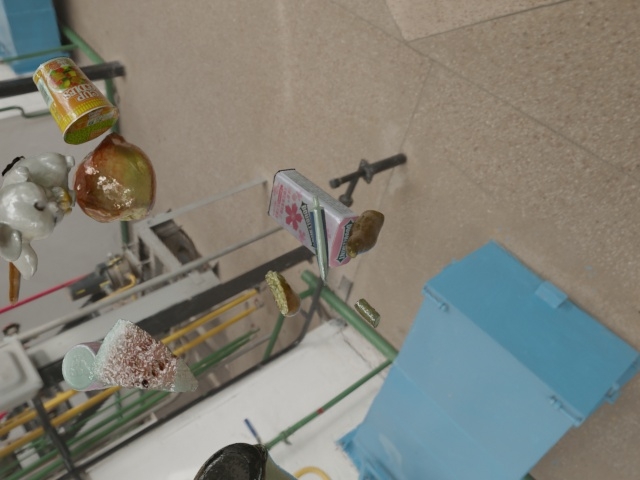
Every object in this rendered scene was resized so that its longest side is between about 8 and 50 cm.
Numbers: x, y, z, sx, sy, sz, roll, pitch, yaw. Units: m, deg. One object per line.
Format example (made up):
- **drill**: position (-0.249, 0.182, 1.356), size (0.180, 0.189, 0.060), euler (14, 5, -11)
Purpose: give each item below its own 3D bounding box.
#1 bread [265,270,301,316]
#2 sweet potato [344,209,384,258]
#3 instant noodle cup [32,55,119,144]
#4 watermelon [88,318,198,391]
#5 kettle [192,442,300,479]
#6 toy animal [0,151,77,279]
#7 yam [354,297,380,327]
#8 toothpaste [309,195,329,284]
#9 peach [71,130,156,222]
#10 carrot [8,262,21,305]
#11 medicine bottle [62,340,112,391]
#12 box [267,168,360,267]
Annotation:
- **bread**: position (-0.098, 0.169, 1.584), size (0.154, 0.054, 0.136), euler (48, -165, -25)
- **sweet potato**: position (0.098, -0.008, 1.355), size (0.077, 0.243, 0.077), euler (10, 120, 19)
- **instant noodle cup**: position (-0.656, -0.376, 1.465), size (0.185, 0.168, 0.168), euler (55, 145, 2)
- **watermelon**: position (-0.384, 0.280, 1.249), size (0.241, 0.094, 0.154), euler (16, 86, 24)
- **kettle**: position (-0.165, 0.709, 1.323), size (0.376, 0.361, 0.250), euler (53, 171, -32)
- **toy animal**: position (-0.689, -0.079, 1.323), size (0.154, 0.325, 0.208), euler (12, 156, -3)
- **yam**: position (0.140, 0.211, 1.612), size (0.094, 0.043, 0.043), euler (42, 140, 35)
- **toothpaste**: position (0.000, 0.000, 1.227), size (0.057, 0.035, 0.197), euler (-50, -46, -83)
- **peach**: position (-0.582, -0.179, 1.577), size (0.232, 0.233, 0.256), euler (-6, 95, 54)
- **carrot**: position (-1.028, 0.123, 1.864), size (0.043, 0.043, 0.247), euler (39, 123, 31)
- **medicine bottle**: position (-0.602, 0.340, 1.520), size (0.135, 0.168, 0.135), euler (-3, 81, 20)
- **box**: position (-0.033, -0.084, 1.847), size (0.370, 0.112, 0.190), euler (37, 126, 38)
